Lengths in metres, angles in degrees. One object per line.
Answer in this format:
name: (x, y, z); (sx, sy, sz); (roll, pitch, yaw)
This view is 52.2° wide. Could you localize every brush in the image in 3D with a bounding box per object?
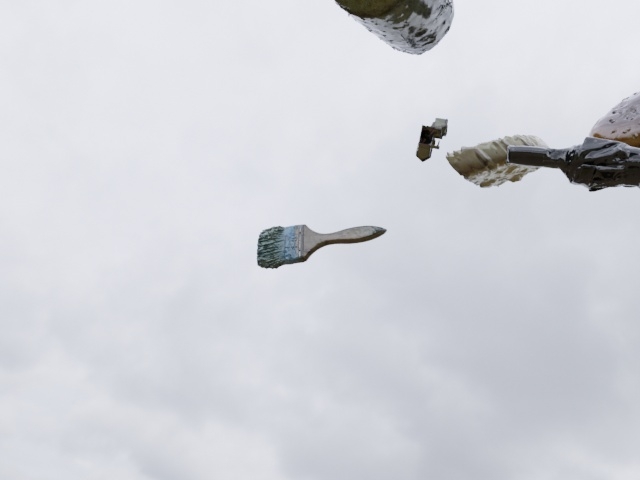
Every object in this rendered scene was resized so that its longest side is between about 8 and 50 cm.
brush: (0.000, 0.000, 0.947); (0.197, 0.070, 0.021); (-10, -32, 15)

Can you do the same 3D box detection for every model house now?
model house: (0.235, -0.213, 1.377); (0.057, 0.083, 0.058); (9, -29, 11)

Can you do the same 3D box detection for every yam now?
yam: (0.126, -0.391, 1.053); (0.154, 0.153, 0.254); (0, 1, 26)

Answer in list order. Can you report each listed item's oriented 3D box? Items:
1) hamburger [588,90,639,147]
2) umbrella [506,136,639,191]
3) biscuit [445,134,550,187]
hamburger: (0.646, -0.206, 1.210); (0.286, 0.243, 0.146); (-23, -70, 3)
umbrella: (0.480, -0.126, 1.069); (0.340, 0.118, 0.118); (10, -35, 22)
biscuit: (0.394, -0.167, 1.388); (0.179, 0.084, 0.281); (-19, -10, 36)
